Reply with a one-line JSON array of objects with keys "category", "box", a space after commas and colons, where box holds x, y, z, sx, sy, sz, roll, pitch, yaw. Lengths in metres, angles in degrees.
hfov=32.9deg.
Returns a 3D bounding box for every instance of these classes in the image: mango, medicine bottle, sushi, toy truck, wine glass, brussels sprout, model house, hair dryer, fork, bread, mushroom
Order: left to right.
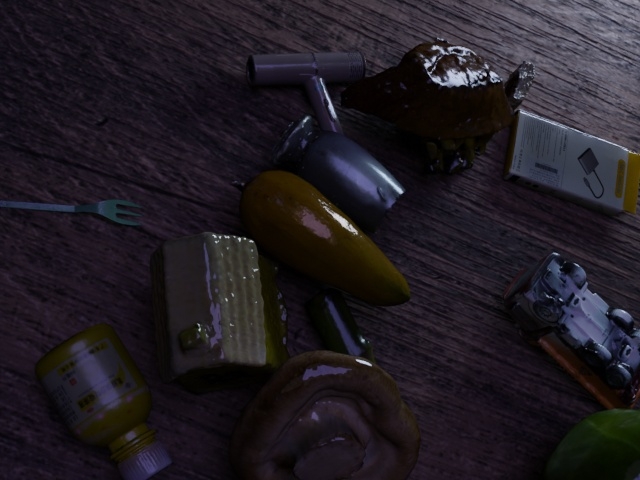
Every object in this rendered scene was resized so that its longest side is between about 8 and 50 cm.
[{"category": "fork", "box": [-0.378, -0.047, 1.591, 0.235, 0.021, 0.039, 4, 67, -17]}, {"category": "medicine bottle", "box": [-0.284, 0.229, 1.469, 0.121, 0.122, 0.212, -30, 83, -25]}, {"category": "model house", "box": [-0.141, 0.097, 1.481, 0.174, 0.234, 0.194, -7, 75, 3]}, {"category": "hair dryer", "box": [-0.013, -0.199, 1.757, 0.195, 0.053, 0.220, -4, 79, -19]}, {"category": "mango", "box": [0.000, 0.000, 1.614, 0.316, 0.176, 0.119, 34, 81, -7]}, {"category": "mushroom", "box": [0.010, 0.270, 1.502, 0.278, 0.146, 0.278, -6, 117, -12]}, {"category": "wine glass", "box": [0.028, -0.103, 1.679, 0.204, 0.111, 0.111, 35, 64, 3]}, {"category": "sushi", "box": [0.192, -0.221, 1.770, 0.296, 0.179, 0.167, -12, 51, -45]}, {"category": "bread", "box": [0.339, -0.263, 1.879, 0.035, 0.070, 0.083, 23, 71, -8]}, {"category": "toy truck", "box": [0.418, 0.149, 1.729, 0.270, 0.135, 0.114, 44, 62, -4]}, {"category": "brussels sprout", "box": [0.501, 0.406, 1.586, 0.355, 0.281, 0.289, 48, 65, -8]}]

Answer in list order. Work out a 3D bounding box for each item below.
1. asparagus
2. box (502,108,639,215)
[{"category": "asparagus", "box": [0.058, 0.203, 1.627, 0.067, 0.060, 0.278, -23, 83, -8]}, {"category": "box", "box": [0.438, -0.129, 1.883, 0.247, 0.033, 0.129, 19, 66, -11]}]
